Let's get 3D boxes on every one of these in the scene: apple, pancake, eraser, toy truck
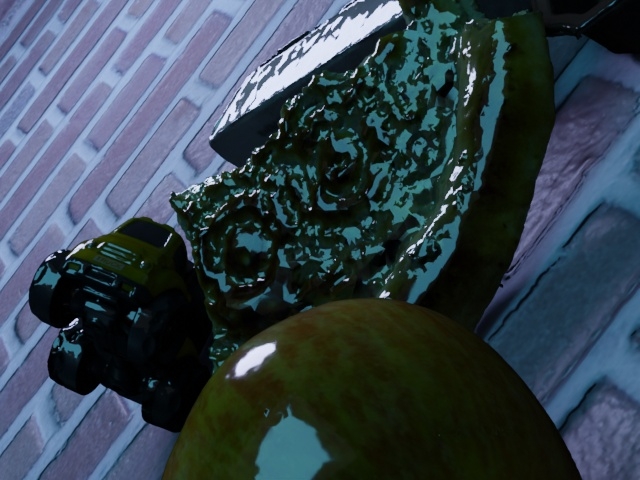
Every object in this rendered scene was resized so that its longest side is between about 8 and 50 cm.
[{"bbox_3d":[0.036,0.172,0.750,0.264,0.264,0.264,-37,32,28],"label":"apple"},{"bbox_3d":[0.029,-0.024,1.047,0.427,0.067,0.304,-42,60,20],"label":"pancake"},{"bbox_3d":[0.040,-0.162,1.256,0.352,0.111,0.077,-28,37,40],"label":"eraser"},{"bbox_3d":[-0.167,0.063,1.219,0.147,0.224,0.165,20,56,18],"label":"toy truck"}]

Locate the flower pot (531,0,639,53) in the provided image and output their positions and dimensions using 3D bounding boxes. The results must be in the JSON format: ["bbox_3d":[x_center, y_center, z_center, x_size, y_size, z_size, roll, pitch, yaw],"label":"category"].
[{"bbox_3d":[0.262,-0.251,1.054,0.179,0.084,0.250,-35,34,29],"label":"flower pot"}]
